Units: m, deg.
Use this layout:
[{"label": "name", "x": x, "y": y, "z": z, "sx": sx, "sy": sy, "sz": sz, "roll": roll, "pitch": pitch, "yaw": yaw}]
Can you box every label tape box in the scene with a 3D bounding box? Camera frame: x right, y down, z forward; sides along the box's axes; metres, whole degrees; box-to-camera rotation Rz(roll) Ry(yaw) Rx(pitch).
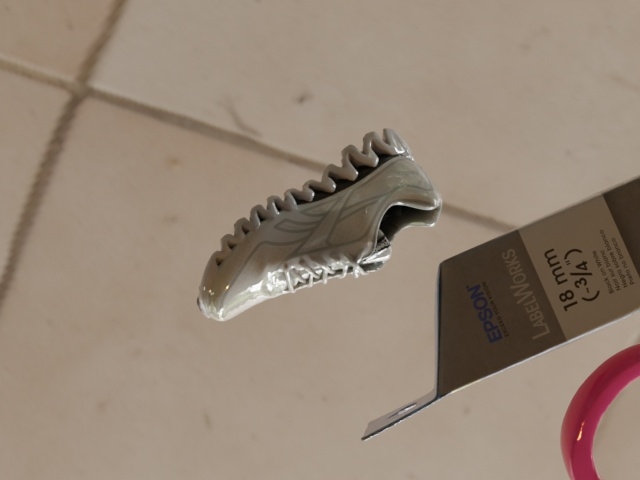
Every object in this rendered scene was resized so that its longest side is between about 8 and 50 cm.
[{"label": "label tape box", "x": 0.168, "y": 0.046, "z": 1.545, "sx": 0.334, "sy": 0.240, "sz": 0.106, "roll": -24, "pitch": 86, "yaw": 1}]

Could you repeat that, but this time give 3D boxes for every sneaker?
[{"label": "sneaker", "x": 0.000, "y": 0.000, "z": 1.967, "sx": 0.292, "sy": 0.118, "sz": 0.110, "roll": -36, "pitch": 156, "yaw": -13}]

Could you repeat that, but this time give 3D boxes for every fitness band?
[{"label": "fitness band", "x": 0.386, "y": 0.224, "z": 1.928, "sx": 0.291, "sy": 0.054, "sz": 0.209, "roll": 31, "pitch": 104, "yaw": -19}]
